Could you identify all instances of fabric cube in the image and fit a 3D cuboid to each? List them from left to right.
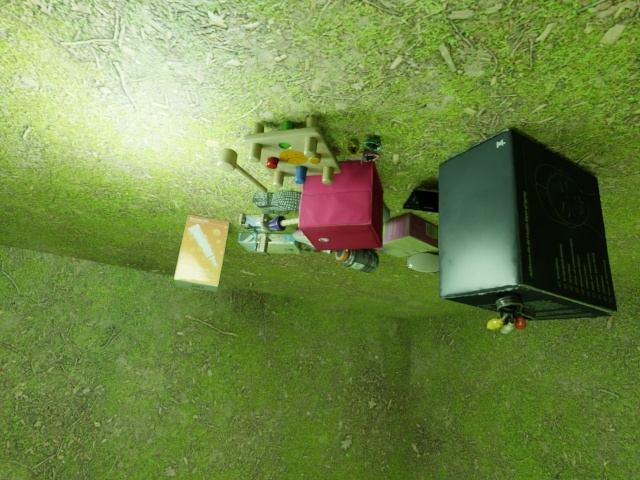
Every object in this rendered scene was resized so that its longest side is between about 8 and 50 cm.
[{"bbox_3d":[0.088,-0.120,1.489,0.257,0.259,0.254,-2,158,16],"label":"fabric cube"}]

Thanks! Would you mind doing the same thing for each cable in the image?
[{"bbox_3d":[0.571,0.224,1.173,0.139,0.072,0.287,-5,160,16],"label":"cable"}]

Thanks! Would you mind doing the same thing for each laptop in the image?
[{"bbox_3d":[0.472,-0.114,1.591,0.234,0.137,0.264,7,161,-3],"label":"laptop"}]

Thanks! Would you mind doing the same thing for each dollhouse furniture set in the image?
[{"bbox_3d":[-0.320,-0.031,1.958,0.129,0.184,0.129,-1,160,17],"label":"dollhouse furniture set"}]

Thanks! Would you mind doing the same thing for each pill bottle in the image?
[{"bbox_3d":[0.203,0.097,2.267,0.245,0.131,0.130,18,157,-32],"label":"pill bottle"}]

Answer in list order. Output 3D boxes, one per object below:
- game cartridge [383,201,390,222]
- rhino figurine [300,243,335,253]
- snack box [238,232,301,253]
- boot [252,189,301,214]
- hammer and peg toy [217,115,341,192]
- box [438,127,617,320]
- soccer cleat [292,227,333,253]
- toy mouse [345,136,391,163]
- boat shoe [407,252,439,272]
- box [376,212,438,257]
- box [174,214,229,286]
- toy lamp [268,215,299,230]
[{"bbox_3d":[0.150,-0.122,1.784,0.293,0.060,0.196,-4,163,24],"label":"game cartridge"},{"bbox_3d":[-0.019,0.030,2.221,0.243,0.073,0.106,-9,160,37],"label":"rhino figurine"},{"bbox_3d":[-0.282,0.019,2.275,0.321,0.060,0.187,2,161,9],"label":"snack box"},{"bbox_3d":[-0.163,-0.155,1.755,0.246,0.084,0.161,6,168,16],"label":"boot"},{"bbox_3d":[-0.133,-0.274,1.315,0.360,0.128,0.266,-2,161,19],"label":"hammer and peg toy"},{"bbox_3d":[0.651,-0.019,1.296,0.471,0.481,0.297,17,158,-29],"label":"box"},{"bbox_3d":[0.000,0.000,2.025,0.330,0.143,0.116,-4,159,26],"label":"soccer cleat"},{"bbox_3d":[0.161,-0.298,1.307,0.142,0.031,0.161,1,159,12],"label":"toy mouse"},{"bbox_3d":[0.649,0.131,2.265,0.323,0.117,0.097,-5,160,3],"label":"boat shoe"},{"bbox_3d":[0.397,-0.019,1.910,0.213,0.118,0.242,19,155,-35],"label":"box"},{"bbox_3d":[-0.607,0.070,2.074,0.214,0.346,0.168,10,160,-13],"label":"box"},{"bbox_3d":[-0.127,-0.093,1.901,0.274,0.080,0.080,-10,156,31],"label":"toy lamp"}]
